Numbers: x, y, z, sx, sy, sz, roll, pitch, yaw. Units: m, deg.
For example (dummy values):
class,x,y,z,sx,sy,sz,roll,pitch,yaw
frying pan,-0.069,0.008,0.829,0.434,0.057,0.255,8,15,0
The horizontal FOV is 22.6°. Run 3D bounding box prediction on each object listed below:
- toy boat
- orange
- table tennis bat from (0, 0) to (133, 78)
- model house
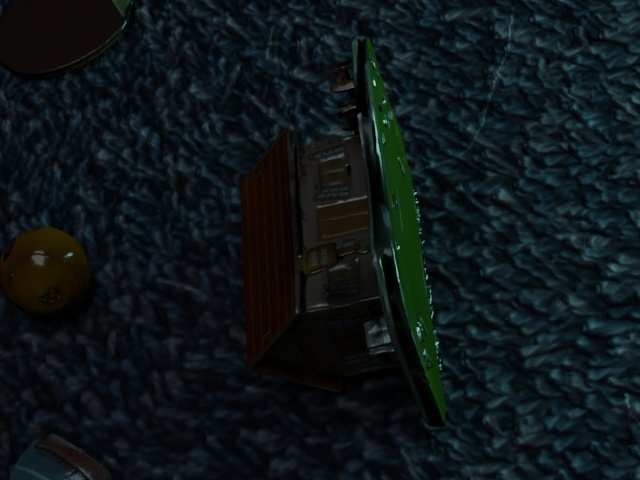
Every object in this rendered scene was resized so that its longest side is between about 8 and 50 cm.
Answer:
class,x,y,z,sx,sy,sz,roll,pitch,yaw
toy boat,-0.238,0.223,1.332,0.096,0.034,0.122,26,68,34
orange,-0.246,0.029,1.437,0.083,0.083,0.083,-7,55,10
table tennis bat,-0.235,-0.241,1.652,0.220,0.019,0.130,-30,54,-5
model house,0.000,0.000,1.318,0.154,0.207,0.294,-12,54,10
